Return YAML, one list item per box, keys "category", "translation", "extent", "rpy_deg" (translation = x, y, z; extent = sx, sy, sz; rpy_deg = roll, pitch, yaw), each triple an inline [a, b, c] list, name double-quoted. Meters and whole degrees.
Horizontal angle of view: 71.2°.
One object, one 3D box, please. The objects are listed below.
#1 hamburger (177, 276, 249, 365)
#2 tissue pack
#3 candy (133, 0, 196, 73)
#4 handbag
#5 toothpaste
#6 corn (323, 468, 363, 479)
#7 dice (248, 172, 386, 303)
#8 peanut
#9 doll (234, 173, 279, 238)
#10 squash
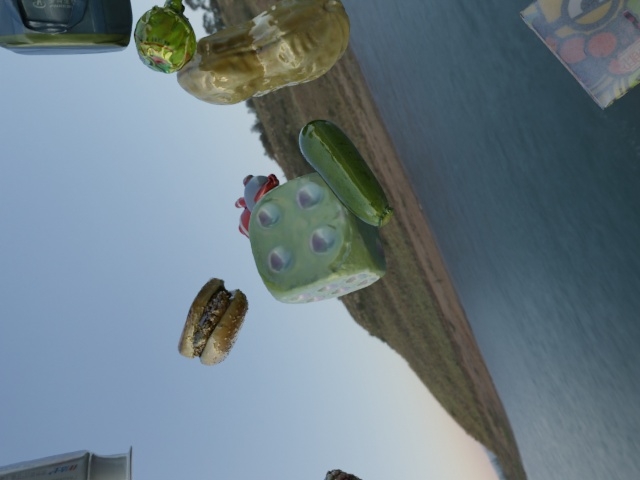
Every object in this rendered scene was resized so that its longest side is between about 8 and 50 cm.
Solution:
- category: "hamburger"
  translation: [-0.224, 0.171, 0.957]
  extent: [0.191, 0.117, 0.182]
  rpy_deg: [112, 174, -46]
- category: "tissue pack"
  translation: [0.314, -0.236, 0.493]
  extent: [0.148, 0.108, 0.060]
  rpy_deg: [56, -150, 9]
- category: "candy"
  translation: [-0.179, -0.346, 0.573]
  extent: [0.073, 0.077, 0.262]
  rpy_deg: [-140, 64, -79]
- category: "handbag"
  translation: [-0.515, -0.495, 0.874]
  extent: [0.222, 0.262, 0.241]
  rpy_deg: [-135, 38, -63]
- category: "toothpaste"
  translation: [-0.376, 0.279, 0.480]
  extent: [0.100, 0.323, 0.066]
  rpy_deg: [125, 140, -58]
- category: "corn"
  translation: [0.124, 0.451, 0.684]
  extent: [0.289, 0.098, 0.098]
  rpy_deg: [22, 180, 11]
- category: "dice"
  translation: [0.000, 0.000, 1.055]
  extent: [0.254, 0.251, 0.250]
  rpy_deg: [22, -130, -64]
- category: "peanut"
  translation: [-0.094, -0.317, 0.753]
  extent: [0.147, 0.305, 0.147]
  rpy_deg: [-20, -90, -88]
- category: "doll"
  translation: [-0.172, -0.092, 1.320]
  extent: [0.200, 0.105, 0.336]
  rpy_deg: [47, 148, 12]
- category: "squash"
  translation: [0.034, -0.095, 0.607]
  extent: [0.201, 0.066, 0.066]
  rpy_deg: [55, -178, 30]
